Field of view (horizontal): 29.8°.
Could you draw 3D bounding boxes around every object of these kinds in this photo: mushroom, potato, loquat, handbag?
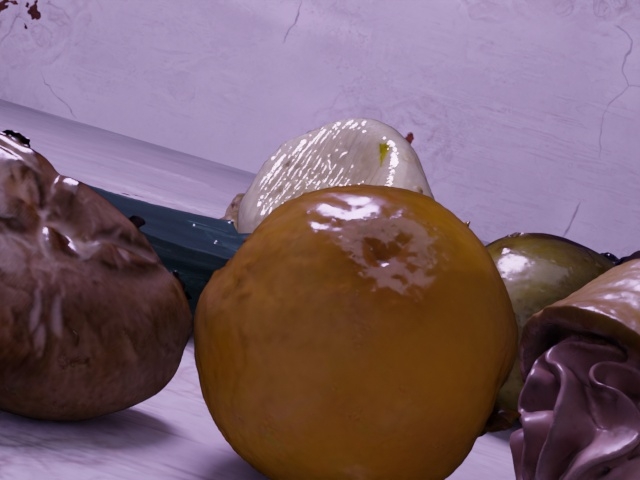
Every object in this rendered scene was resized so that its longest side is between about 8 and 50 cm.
[{"bbox_3d":[-0.225,0.030,0.752,0.285,0.156,0.151,28,31,-2],"label":"mushroom"},{"bbox_3d":[0.214,0.081,1.155,0.210,0.173,0.307,19,8,2],"label":"potato"},{"bbox_3d":[0.025,0.065,0.754,0.208,0.208,0.208,16,6,-2],"label":"loquat"},{"bbox_3d":[-0.149,0.019,1.208,0.238,0.089,0.326,13,6,-22],"label":"handbag"}]

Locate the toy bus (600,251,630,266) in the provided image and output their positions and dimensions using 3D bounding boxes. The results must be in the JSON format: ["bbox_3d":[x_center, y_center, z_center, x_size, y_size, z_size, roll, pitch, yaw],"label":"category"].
[{"bbox_3d":[0.537,0.105,1.949,0.317,0.138,0.112,13,1,-10],"label":"toy bus"}]

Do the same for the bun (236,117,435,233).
[{"bbox_3d":[0.026,-0.017,1.438,0.259,0.259,0.160,22,-32,42],"label":"bun"}]

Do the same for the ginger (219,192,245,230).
[{"bbox_3d":[-0.009,0.003,1.584,0.263,0.109,0.116,18,-7,14],"label":"ginger"}]

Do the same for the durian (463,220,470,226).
[{"bbox_3d":[0.068,0.040,1.143,0.132,0.165,0.182,-9,15,-14],"label":"durian"}]

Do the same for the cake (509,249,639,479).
[{"bbox_3d":[0.204,0.118,0.810,0.178,0.208,0.185,-22,29,-32],"label":"cake"}]
